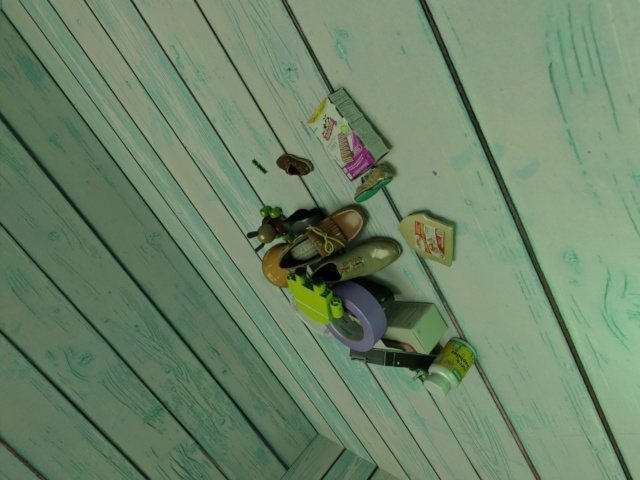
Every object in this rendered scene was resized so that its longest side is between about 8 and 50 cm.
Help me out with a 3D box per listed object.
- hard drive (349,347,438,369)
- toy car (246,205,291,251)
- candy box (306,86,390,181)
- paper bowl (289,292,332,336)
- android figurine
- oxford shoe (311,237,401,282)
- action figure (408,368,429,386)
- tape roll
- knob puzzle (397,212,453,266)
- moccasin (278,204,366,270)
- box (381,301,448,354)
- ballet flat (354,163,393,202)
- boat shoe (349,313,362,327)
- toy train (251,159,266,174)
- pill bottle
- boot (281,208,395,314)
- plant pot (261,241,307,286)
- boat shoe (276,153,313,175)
[{"bbox_3d":[0.318,0.473,1.839,0.339,0.064,0.237,12,167,-28],"label":"hard drive"},{"bbox_3d":[-0.244,-0.036,2.044,0.149,0.188,0.155,9,133,49],"label":"toy car"},{"bbox_3d":[0.078,-0.310,1.364,0.233,0.071,0.159,53,151,0],"label":"candy box"},{"bbox_3d":[-0.001,0.310,2.190,0.284,0.148,0.284,34,148,24],"label":"paper bowl"},{"bbox_3d":[-0.025,0.214,1.707,0.248,0.056,0.273,25,146,30],"label":"android figurine"},{"bbox_3d":[0.124,0.090,1.647,0.348,0.130,0.123,-23,97,30],"label":"oxford shoe"},{"bbox_3d":[0.448,0.586,1.965,0.137,0.063,0.232,26,162,12],"label":"action figure"},{"bbox_3d":[0.118,0.289,1.754,0.275,0.090,0.274,31,141,29],"label":"tape roll"},{"bbox_3d":[0.332,-0.017,1.445,0.213,0.030,0.213,34,149,23],"label":"knob puzzle"},{"bbox_3d":[-0.002,-0.003,1.665,0.380,0.147,0.139,-26,95,24],"label":"moccasin"},{"bbox_3d":[0.337,0.328,1.748,0.232,0.148,0.127,-7,120,57],"label":"box"},{"bbox_3d":[0.162,-0.184,1.449,0.206,0.073,0.067,-34,70,59],"label":"ballet flat"},{"bbox_3d":[0.222,0.373,2.046,0.223,0.080,0.073,30,153,39],"label":"boat shoe"},{"bbox_3d":[-0.255,-0.304,1.904,0.083,0.017,0.023,44,161,6],"label":"toy train"},{"bbox_3d":[0.470,0.467,1.676,0.118,0.208,0.117,34,149,24],"label":"pill bottle"},{"bbox_3d":[0.066,0.074,1.836,0.367,0.146,0.445,-8,111,45],"label":"boot"},{"bbox_3d":[-0.144,0.097,2.037,0.205,0.205,0.188,48,159,-2],"label":"plant pot"},{"bbox_3d":[-0.108,-0.274,1.692,0.178,0.060,0.064,20,142,41],"label":"boat shoe"}]
